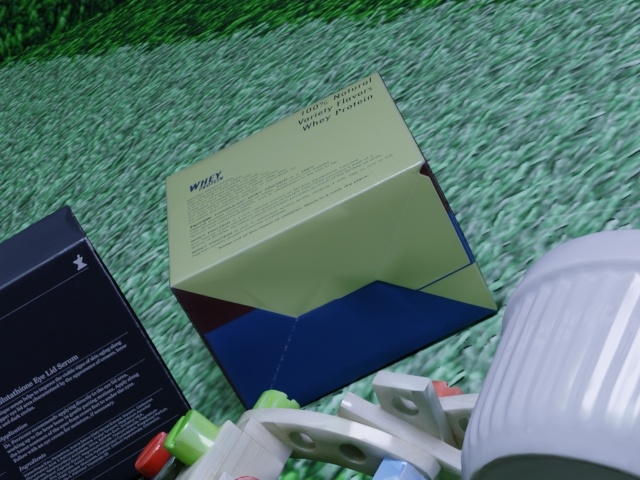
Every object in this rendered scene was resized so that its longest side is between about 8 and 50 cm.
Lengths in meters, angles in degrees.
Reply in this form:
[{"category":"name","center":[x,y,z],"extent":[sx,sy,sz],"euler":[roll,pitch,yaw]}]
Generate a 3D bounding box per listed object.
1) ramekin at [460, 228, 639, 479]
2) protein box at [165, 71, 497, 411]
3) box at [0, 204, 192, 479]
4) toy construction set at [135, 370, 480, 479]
[{"category":"ramekin","center":[0.161,0.104,0.610],"extent":[0.207,0.207,0.109],"euler":[0,45,45]},{"category":"protein box","center":[0.000,0.000,1.038],"extent":[0.199,0.136,0.201],"euler":[-26,25,5]},{"category":"box","center":[-0.247,0.123,0.994],"extent":[0.261,0.184,0.103],"euler":[-31,25,-8]},{"category":"toy construction set","center":[-0.046,0.173,0.737],"extent":[0.327,0.151,0.215],"euler":[-39,2,-40]}]
